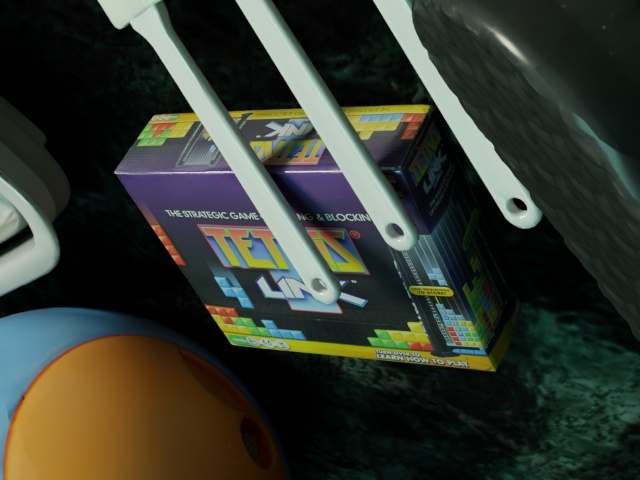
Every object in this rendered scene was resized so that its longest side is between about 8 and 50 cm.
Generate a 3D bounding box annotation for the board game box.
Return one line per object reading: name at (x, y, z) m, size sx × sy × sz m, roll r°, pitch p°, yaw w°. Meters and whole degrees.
board game box at (0.000, 0.000, 0.608) m, size 0.170 × 0.048 × 0.141 m, roll 1°, pitch 138°, yaw 34°

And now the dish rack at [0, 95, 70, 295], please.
dish rack at (-0.309, -0.088, 0.695) m, size 0.333 × 0.072 × 0.285 m, roll 44°, pitch 143°, yaw -21°

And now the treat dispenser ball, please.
treat dispenser ball at (-0.155, 0.186, 0.747) m, size 0.288 × 0.288 × 0.288 m, roll 19°, pitch 145°, yaw 14°

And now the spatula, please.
spatula at (-0.019, -0.086, 0.488) m, size 0.168 × 0.019 × 0.242 m, roll -22°, pitch 105°, yaw 43°

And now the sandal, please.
sandal at (0.204, 0.050, 0.442) m, size 0.446 × 0.107 × 0.167 m, roll 49°, pitch 180°, yaw -27°
